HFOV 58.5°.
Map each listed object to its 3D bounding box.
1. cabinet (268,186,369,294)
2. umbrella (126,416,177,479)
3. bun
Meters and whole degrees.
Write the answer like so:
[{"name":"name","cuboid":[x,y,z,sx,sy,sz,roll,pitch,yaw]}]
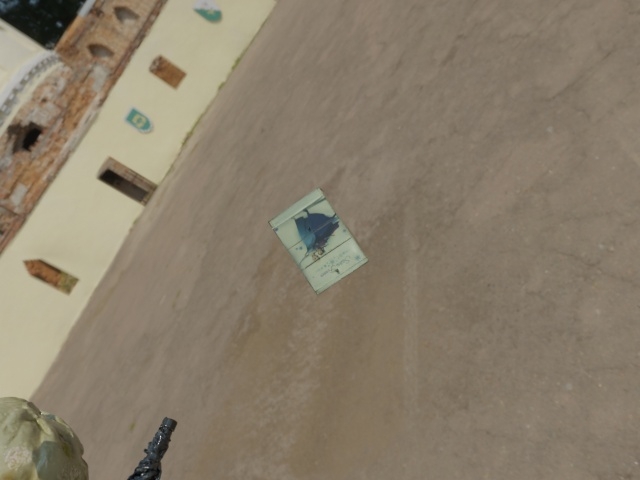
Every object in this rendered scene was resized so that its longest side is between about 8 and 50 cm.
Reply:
[{"name":"cabinet","cuboid":[0.000,0.000,1.369,0.145,0.206,0.150,-34,-2,6]},{"name":"umbrella","cuboid":[-0.422,0.551,1.434,0.071,0.080,0.224,88,-161,-50]},{"name":"bun","cuboid":[-0.665,0.472,1.252,0.365,0.365,0.219,-29,34,53]}]
